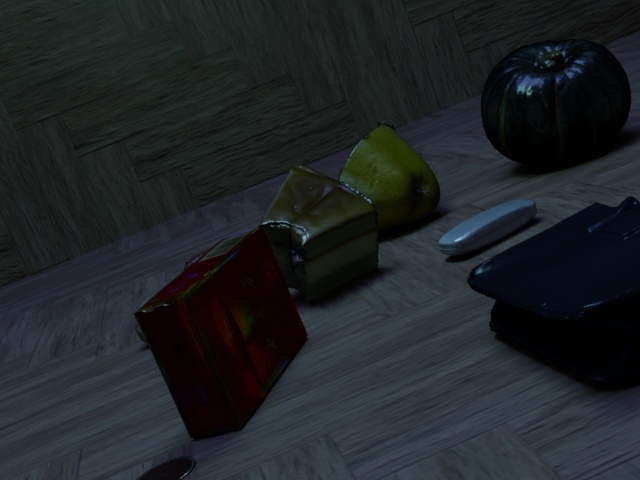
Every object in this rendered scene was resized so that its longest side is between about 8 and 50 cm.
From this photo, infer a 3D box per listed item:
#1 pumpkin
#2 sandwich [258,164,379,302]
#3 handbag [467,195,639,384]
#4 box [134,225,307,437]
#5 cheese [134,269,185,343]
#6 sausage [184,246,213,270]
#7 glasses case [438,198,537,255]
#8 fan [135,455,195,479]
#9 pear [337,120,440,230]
[{"bbox_3d":[0.509,-0.299,2.091,0.323,0.241,0.323,-12,26,6],"label":"pumpkin"},{"bbox_3d":[-0.037,-0.015,1.783,0.198,0.155,0.227,-27,40,-29],"label":"sandwich"},{"bbox_3d":[0.349,0.043,1.130,0.269,0.118,0.325,-30,14,-8],"label":"handbag"},{"bbox_3d":[-0.131,0.123,1.398,0.089,0.198,0.313,-16,13,22],"label":"box"},{"bbox_3d":[-0.257,0.113,1.935,0.159,0.093,0.263,-14,13,24],"label":"cheese"},{"bbox_3d":[-0.253,0.054,2.249,0.141,0.076,0.076,-24,12,-12],"label":"sausage"},{"bbox_3d":[0.295,-0.024,1.688,0.197,0.049,0.076,-26,13,-23],"label":"glasses case"},{"bbox_3d":[-0.205,0.302,1.188,0.085,0.005,0.133,-15,12,23],"label":"fan"},{"bbox_3d":[0.164,-0.105,2.029,0.178,0.267,0.267,22,34,26],"label":"pear"}]
